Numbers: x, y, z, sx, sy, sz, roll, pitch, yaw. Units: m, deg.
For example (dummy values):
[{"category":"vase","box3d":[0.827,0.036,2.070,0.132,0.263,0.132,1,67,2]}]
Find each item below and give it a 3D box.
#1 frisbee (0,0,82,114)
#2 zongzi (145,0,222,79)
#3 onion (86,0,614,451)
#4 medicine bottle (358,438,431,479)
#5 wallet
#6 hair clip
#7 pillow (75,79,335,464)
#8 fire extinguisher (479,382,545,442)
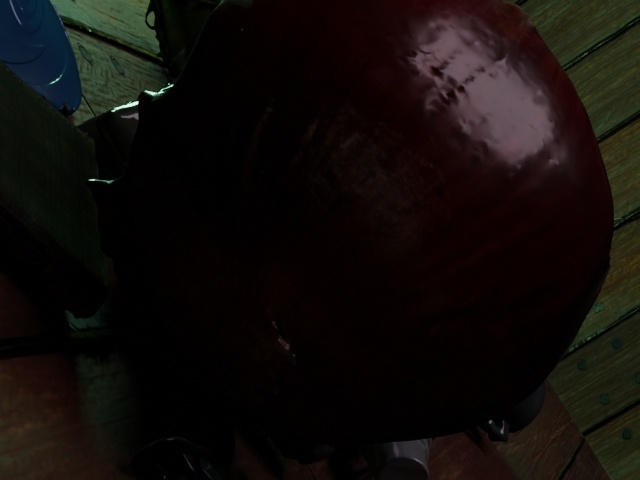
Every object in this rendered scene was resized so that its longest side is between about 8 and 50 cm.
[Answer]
[{"category":"frisbee","box3d":[-0.255,-0.206,1.216,0.242,0.045,0.242,55,9,-13]},{"category":"zongzi","box3d":[-0.002,-0.267,1.736,0.383,0.362,0.319,16,60,-74]},{"category":"onion","box3d":[0.036,-0.017,1.025,0.341,0.341,0.341,54,11,-15]},{"category":"medicine bottle","box3d":[0.057,0.129,1.449,0.110,0.110,0.352,53,11,-22]},{"category":"wallet","box3d":[-0.238,-0.089,0.932,0.317,0.044,0.169,45,19,-42]},{"category":"hair clip","box3d":[-0.080,0.136,1.028,0.070,0.039,0.229,56,5,-5]},{"category":"pillow","box3d":[-0.028,-0.005,1.247,0.228,0.101,0.326,-33,93,-35]},{"category":"fire extinguisher","box3d":[0.175,0.142,1.954,0.376,0.113,0.200,47,15,-45]}]
